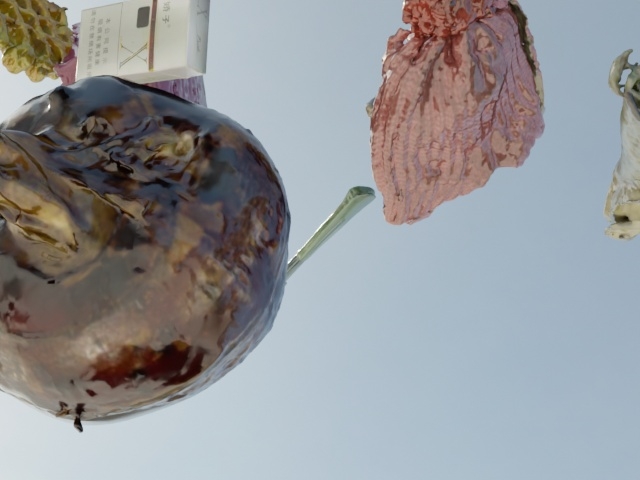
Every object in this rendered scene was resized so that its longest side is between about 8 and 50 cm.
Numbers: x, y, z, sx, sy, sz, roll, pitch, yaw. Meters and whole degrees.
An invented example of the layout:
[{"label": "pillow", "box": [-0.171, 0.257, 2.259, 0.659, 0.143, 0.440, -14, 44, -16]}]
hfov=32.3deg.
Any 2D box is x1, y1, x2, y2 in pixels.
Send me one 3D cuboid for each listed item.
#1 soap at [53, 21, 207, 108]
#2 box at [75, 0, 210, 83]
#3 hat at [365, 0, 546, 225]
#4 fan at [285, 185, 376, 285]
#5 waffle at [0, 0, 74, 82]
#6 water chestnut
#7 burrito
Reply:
[{"label": "soap", "box": [-0.218, -0.174, 1.367, 0.128, 0.325, 0.220, -8, -88, 4]}, {"label": "box", "box": [-0.186, -0.208, 1.153, 0.154, 0.083, 0.040, -2, -12, 34]}, {"label": "hat", "box": [0.135, -0.166, 1.122, 0.107, 0.237, 0.286, 35, -26, 36]}, {"label": "fan", "box": [0.000, 0.000, 1.276, 0.193, 0.038, 0.016, -46, -126, 38]}, {"label": "waffle", "box": [-0.415, -0.315, 1.435, 0.056, 0.249, 0.253, -39, -62, 23]}, {"label": "water chestnut", "box": [-0.201, -0.010, 0.966, 0.335, 0.335, 0.347, 10, -32, 27]}, {"label": "burrito", "box": [0.329, -0.069, 0.930, 0.175, 0.107, 0.347, -4, -20, 12]}]
